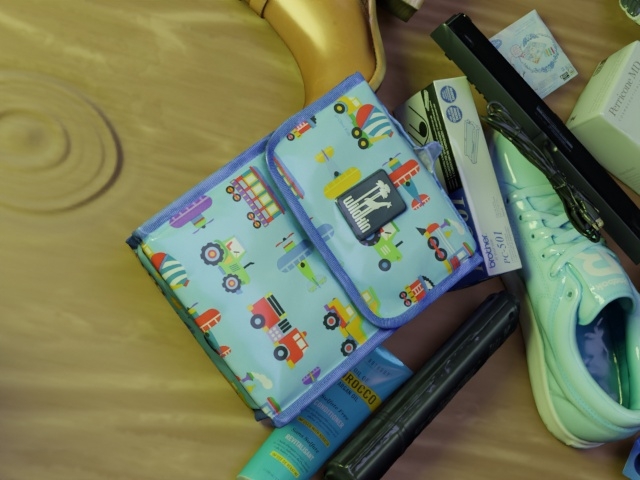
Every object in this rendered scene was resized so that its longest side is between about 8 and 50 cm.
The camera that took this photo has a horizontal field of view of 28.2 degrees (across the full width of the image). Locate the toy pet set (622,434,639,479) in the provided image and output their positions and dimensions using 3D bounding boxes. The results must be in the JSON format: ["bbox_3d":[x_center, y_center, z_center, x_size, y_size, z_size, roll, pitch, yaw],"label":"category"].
[{"bbox_3d":[0.377,0.235,1.387,0.114,0.065,0.122,-22,89,-59],"label":"toy pet set"}]

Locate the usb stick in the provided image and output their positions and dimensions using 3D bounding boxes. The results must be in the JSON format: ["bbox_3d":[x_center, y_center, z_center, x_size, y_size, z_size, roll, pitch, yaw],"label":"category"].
[{"bbox_3d":[0.105,0.155,1.278,0.045,0.077,0.278,38,64,19],"label":"usb stick"}]

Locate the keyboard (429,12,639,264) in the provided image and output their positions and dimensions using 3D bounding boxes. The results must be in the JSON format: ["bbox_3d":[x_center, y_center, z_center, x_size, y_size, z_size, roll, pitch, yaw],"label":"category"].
[{"bbox_3d":[0.224,-0.098,1.291,0.317,0.033,0.201,47,22,-2],"label":"keyboard"}]

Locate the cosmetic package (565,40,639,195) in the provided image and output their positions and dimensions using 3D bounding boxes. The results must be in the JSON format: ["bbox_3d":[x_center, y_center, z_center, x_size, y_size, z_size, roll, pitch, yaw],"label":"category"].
[{"bbox_3d":[0.403,-0.107,1.451,0.231,0.085,0.117,35,67,-12],"label":"cosmetic package"}]

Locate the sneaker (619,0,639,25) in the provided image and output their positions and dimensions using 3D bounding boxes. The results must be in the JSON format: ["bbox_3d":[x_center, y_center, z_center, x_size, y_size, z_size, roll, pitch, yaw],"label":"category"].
[{"bbox_3d":[0.428,-0.242,1.465,0.107,0.110,0.275,-32,58,12],"label":"sneaker"}]

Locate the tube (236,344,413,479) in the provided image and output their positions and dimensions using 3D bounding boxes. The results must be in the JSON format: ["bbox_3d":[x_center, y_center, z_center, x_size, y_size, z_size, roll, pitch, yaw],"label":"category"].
[{"bbox_3d":[0.002,0.175,1.250,0.080,0.052,0.207,44,62,-2],"label":"tube"}]

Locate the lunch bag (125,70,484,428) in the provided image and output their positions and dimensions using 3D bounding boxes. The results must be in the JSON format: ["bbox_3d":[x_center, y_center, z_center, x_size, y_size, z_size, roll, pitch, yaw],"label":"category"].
[{"bbox_3d":[0.000,0.000,1.209,0.293,0.138,0.221,-37,94,-12],"label":"lunch bag"}]

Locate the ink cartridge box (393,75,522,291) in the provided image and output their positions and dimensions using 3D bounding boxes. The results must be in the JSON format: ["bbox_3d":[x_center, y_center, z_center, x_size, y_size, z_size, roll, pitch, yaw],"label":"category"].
[{"bbox_3d":[0.141,-0.057,1.328,0.046,0.097,0.207,-12,82,-25],"label":"ink cartridge box"}]

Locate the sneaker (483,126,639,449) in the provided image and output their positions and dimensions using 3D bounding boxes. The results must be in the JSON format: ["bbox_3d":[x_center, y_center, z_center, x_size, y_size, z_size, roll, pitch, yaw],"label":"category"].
[{"bbox_3d":[0.273,0.031,1.331,0.135,0.150,0.366,-15,84,-25],"label":"sneaker"}]

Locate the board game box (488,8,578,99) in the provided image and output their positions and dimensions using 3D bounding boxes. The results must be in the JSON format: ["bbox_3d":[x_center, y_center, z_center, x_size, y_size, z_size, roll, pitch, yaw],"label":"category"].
[{"bbox_3d":[0.233,-0.202,1.440,0.090,0.020,0.090,-34,92,-24],"label":"board game box"}]

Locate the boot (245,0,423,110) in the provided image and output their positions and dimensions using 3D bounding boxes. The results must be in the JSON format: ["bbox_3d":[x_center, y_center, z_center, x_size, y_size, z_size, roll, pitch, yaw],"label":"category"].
[{"bbox_3d":[-0.026,-0.231,1.304,0.220,0.109,0.283,28,80,-5],"label":"boot"}]
